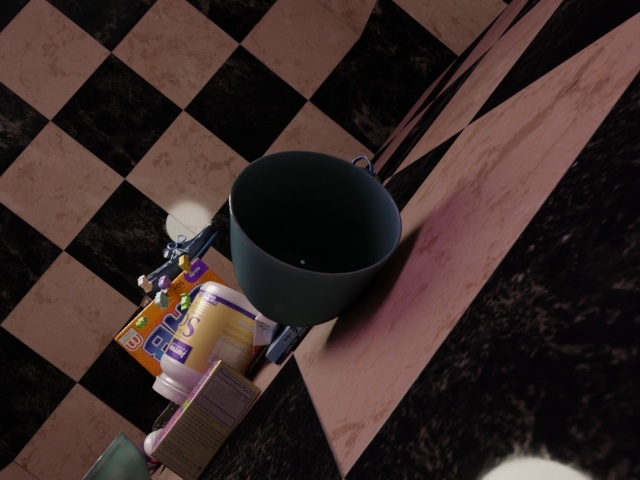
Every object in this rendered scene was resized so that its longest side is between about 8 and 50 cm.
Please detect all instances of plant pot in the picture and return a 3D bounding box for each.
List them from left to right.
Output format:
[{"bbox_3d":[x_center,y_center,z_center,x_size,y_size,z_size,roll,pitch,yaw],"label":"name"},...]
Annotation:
[{"bbox_3d":[-0.640,0.776,1.551,0.293,0.196,0.293,-51,3,4],"label":"plant pot"},{"bbox_3d":[-0.028,0.020,0.920,0.293,0.293,0.235,-55,-12,-43],"label":"plant pot"}]

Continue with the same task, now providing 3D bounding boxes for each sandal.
[{"bbox_3d":[0.141,-0.227,1.961,0.126,0.138,0.317,-6,28,21],"label":"sandal"}]

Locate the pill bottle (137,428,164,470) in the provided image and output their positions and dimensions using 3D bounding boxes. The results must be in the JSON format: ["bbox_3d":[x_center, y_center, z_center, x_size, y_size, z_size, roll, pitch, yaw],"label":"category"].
[{"bbox_3d":[-0.638,0.803,1.938,0.193,0.108,0.108,-49,4,34],"label":"pill bottle"}]

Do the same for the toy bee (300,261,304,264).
[{"bbox_3d":[-0.019,0.050,1.636,0.298,0.162,0.195,93,-162,-51],"label":"toy bee"}]

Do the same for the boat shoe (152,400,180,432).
[{"bbox_3d":[-0.565,0.688,2.101,0.324,0.122,0.120,-48,-14,-17],"label":"boat shoe"}]

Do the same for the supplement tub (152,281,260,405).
[{"bbox_3d":[-0.306,0.312,1.451,0.331,0.241,0.241,-63,7,-16],"label":"supplement tub"}]

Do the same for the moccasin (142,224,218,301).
[{"bbox_3d":[-0.496,0.066,1.726,0.342,0.117,0.138,-46,2,4],"label":"moccasin"}]

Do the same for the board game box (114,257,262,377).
[{"bbox_3d":[-0.426,0.335,1.740,0.356,0.356,0.356,-48,2,-20],"label":"board game box"}]

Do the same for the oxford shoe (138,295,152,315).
[{"bbox_3d":[-0.607,0.219,1.868,0.227,0.082,0.096,-47,18,33],"label":"oxford shoe"}]

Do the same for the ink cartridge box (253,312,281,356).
[{"bbox_3d":[-0.106,0.199,1.302,0.181,0.056,0.225,-55,-15,-36],"label":"ink cartridge box"}]

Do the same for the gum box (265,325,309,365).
[{"bbox_3d":[-0.062,0.206,1.240,0.157,0.041,0.184,-52,3,7],"label":"gum box"}]

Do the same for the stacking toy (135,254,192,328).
[{"bbox_3d":[-0.477,0.155,1.529,0.167,0.052,0.221,-25,38,8],"label":"stacking toy"}]

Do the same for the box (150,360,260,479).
[{"bbox_3d":[-0.274,0.418,1.195,0.243,0.117,0.213,-52,4,-20],"label":"box"}]
